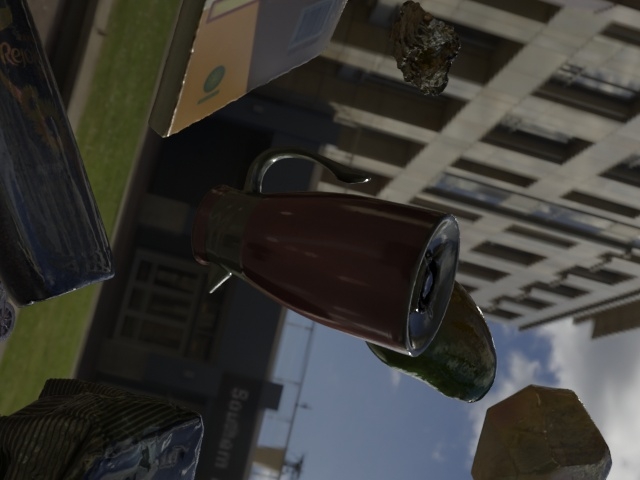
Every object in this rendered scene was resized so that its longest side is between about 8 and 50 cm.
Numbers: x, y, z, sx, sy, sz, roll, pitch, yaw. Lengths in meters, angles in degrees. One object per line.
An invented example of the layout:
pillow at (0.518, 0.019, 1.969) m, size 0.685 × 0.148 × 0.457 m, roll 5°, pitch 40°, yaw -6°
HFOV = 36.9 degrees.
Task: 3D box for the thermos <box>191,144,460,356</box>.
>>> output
thermos at (0.000, 0.000, 0.992) m, size 0.176 × 0.265 × 0.146 m, roll -71°, pitch 157°, yaw -6°

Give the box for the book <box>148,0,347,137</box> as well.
book at (-0.009, -0.215, 0.644) m, size 0.208 × 0.020 × 0.295 m, roll -37°, pitch 161°, yaw -44°

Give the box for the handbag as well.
handbag at (-0.314, 0.329, 1.178) m, size 0.247 × 0.240 × 0.340 m, roll -14°, pitch 119°, yaw -60°

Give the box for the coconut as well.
coconut at (0.353, 0.352, 1.594) m, size 0.197 × 0.237 × 0.236 m, roll -116°, pitch -142°, yaw -50°

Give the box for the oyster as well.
oyster at (0.117, -0.218, 1.095) m, size 0.045 × 0.121 × 0.146 m, roll -52°, pitch -149°, yaw -17°

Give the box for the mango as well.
mango at (0.160, 0.128, 1.358) m, size 0.156 × 0.251 × 0.114 m, roll -60°, pitch -164°, yaw -25°

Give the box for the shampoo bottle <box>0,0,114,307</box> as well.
shampoo bottle at (-0.182, -0.080, 0.552) m, size 0.087 × 0.049 × 0.233 m, roll -22°, pitch 94°, yaw -70°

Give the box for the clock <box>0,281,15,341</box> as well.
clock at (-0.321, 0.039, 0.906) m, size 0.087 × 0.041 × 0.129 m, roll -38°, pitch 134°, yaw -64°
